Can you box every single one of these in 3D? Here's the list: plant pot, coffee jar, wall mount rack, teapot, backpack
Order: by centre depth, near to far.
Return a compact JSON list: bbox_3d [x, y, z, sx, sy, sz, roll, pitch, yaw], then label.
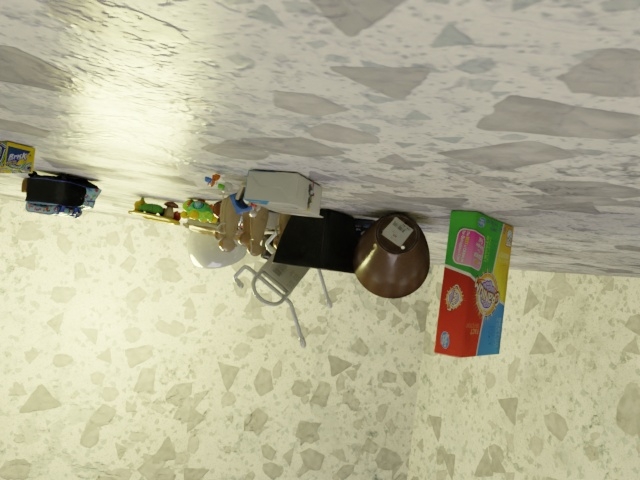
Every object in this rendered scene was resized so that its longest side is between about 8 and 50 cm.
[{"bbox_3d":[0.191,0.019,1.513,0.215,0.215,0.230,7,161,6],"label":"plant pot"},{"bbox_3d":[-0.715,-0.124,1.638,0.158,0.117,0.173,7,180,22],"label":"backpack"},{"bbox_3d":[0.000,0.000,1.657,0.188,0.167,0.187,4,175,38],"label":"plant pot"},{"bbox_3d":[-0.088,0.138,1.781,0.304,0.350,0.130,42,131,-2],"label":"wall mount rack"},{"bbox_3d":[-0.113,0.031,2.007,0.184,0.096,0.079,8,174,-11],"label":"coffee jar"},{"bbox_3d":[-0.413,-0.018,2.273,0.256,0.187,0.252,-9,-156,0],"label":"teapot"}]

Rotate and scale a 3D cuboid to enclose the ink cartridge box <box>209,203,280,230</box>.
[{"bbox_3d":[-0.174,-0.063,1.920,0.371,0.069,0.176,12,176,-24],"label":"ink cartridge box"}]

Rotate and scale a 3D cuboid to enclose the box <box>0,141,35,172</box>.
[{"bbox_3d":[-0.663,-0.171,1.210,0.169,0.054,0.059,4,176,39],"label":"box"}]

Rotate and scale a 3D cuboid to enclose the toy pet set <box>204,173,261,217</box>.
[{"bbox_3d":[-0.177,-0.084,1.212,0.122,0.065,0.114,29,-160,8],"label":"toy pet set"}]

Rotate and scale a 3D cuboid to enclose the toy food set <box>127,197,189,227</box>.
[{"bbox_3d":[-0.544,-0.101,1.995,0.218,0.071,0.128,12,172,-5],"label":"toy food set"}]

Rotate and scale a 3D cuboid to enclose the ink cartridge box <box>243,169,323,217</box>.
[{"bbox_3d":[-0.063,-0.090,1.153,0.104,0.061,0.181,7,176,19],"label":"ink cartridge box"}]

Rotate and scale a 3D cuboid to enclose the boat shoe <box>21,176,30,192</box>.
[{"bbox_3d":[-0.889,-0.165,1.823,0.059,0.063,0.170,7,-173,-39],"label":"boat shoe"}]

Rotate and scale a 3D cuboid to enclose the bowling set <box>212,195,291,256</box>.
[{"bbox_3d":[-0.231,-0.035,1.696,0.200,0.154,0.287,4,175,42],"label":"bowling set"}]

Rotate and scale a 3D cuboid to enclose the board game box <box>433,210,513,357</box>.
[{"bbox_3d":[0.361,0.106,1.348,0.064,0.316,0.242,5,177,37],"label":"board game box"}]

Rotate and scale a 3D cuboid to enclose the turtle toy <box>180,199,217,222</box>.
[{"bbox_3d":[-0.379,-0.093,1.787,0.130,0.066,0.095,5,176,43],"label":"turtle toy"}]

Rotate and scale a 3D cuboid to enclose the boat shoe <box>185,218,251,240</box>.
[{"bbox_3d":[-0.339,-0.060,2.053,0.285,0.092,0.103,9,164,20],"label":"boat shoe"}]

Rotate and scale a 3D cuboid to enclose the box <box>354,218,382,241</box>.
[{"bbox_3d":[0.132,0.016,1.838,0.163,0.142,0.247,6,176,28],"label":"box"}]
